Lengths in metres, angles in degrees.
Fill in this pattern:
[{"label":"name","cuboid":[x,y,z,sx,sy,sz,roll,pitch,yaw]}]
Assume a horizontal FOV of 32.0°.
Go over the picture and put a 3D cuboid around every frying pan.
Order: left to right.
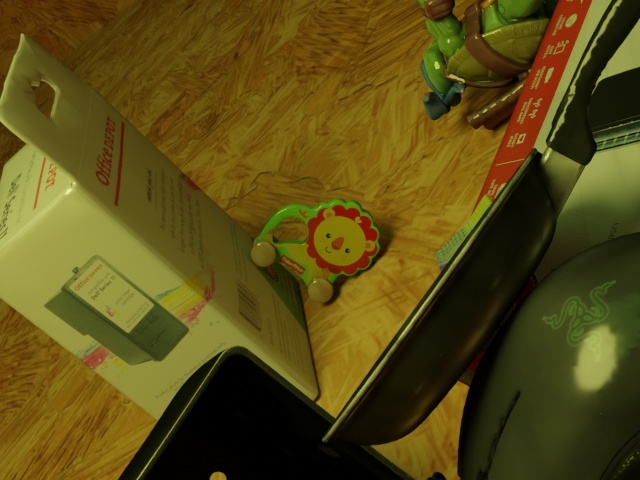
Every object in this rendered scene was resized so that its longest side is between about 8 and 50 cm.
[{"label":"frying pan","cuboid":[0.107,-0.015,0.617,0.326,0.053,0.197,-53,-5,-4]}]

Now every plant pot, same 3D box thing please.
[{"label":"plant pot","cuboid":[-0.064,0.199,0.743,0.187,0.188,0.167,-56,14,-19]}]

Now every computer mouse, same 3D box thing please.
[{"label":"computer mouse","cuboid":[0.112,0.112,0.552,0.272,0.072,0.188,-67,29,27]}]

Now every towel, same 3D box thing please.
[{"label":"towel","cuboid":[0.100,0.010,0.728,0.060,0.009,0.083,-50,23,24]}]

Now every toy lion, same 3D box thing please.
[{"label":"toy lion","cuboid":[0.000,0.000,1.017,0.096,0.100,0.034,-56,7,15]}]

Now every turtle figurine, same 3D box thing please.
[{"label":"turtle figurine","cuboid":[0.179,-0.255,0.994,0.266,0.197,0.275,-18,39,55]}]

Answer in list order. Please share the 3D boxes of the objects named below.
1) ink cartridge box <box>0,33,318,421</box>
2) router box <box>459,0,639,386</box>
[{"label":"ink cartridge box","cuboid":[-0.167,0.009,0.952,0.119,0.353,0.207,-39,26,13]},{"label":"router box","cuboid":[0.227,-0.064,0.681,0.301,0.082,0.336,-13,49,61]}]
